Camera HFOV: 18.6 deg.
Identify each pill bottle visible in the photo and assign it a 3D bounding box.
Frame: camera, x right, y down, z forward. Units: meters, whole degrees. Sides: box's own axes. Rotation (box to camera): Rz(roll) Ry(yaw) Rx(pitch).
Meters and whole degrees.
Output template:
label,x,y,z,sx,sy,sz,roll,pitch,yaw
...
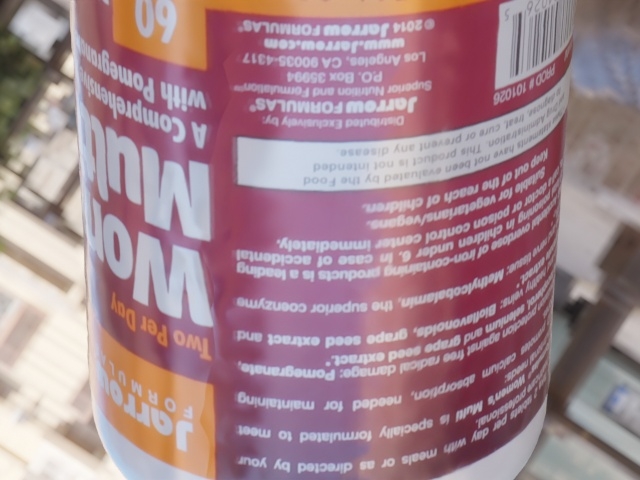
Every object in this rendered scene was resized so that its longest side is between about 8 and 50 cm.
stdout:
label,x,y,z,sx,sy,sz,roll,pitch,yaw
pill bottle,0.000,0.000,0.493,0.121,0.221,0.121,1,-153,0
